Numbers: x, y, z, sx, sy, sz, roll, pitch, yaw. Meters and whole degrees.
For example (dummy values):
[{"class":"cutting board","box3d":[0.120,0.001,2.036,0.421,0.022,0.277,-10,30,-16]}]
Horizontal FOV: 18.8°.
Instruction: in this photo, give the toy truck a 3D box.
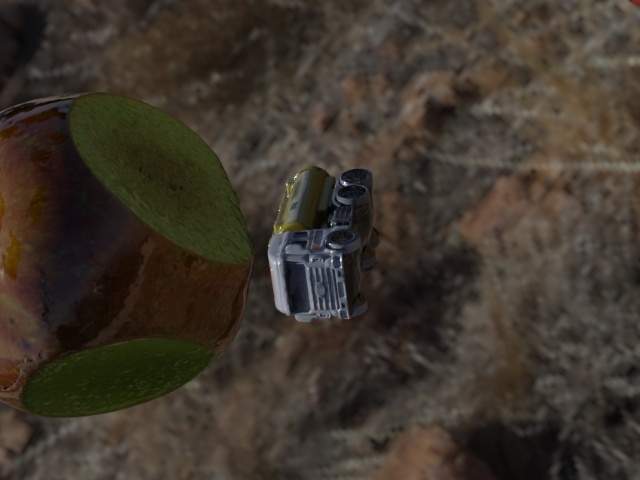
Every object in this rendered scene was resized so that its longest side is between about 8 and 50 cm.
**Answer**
[{"class":"toy truck","box3d":[0.000,0.000,1.160,0.063,0.052,0.123,-2,28,9]}]

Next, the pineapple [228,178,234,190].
[{"class":"pineapple","box3d":[-0.114,-0.033,1.249,0.058,0.124,0.058,-23,58,42]}]

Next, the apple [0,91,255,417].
[{"class":"apple","box3d":[-0.105,0.003,0.917,0.163,0.147,0.146,-48,48,47]}]

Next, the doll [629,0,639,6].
[{"class":"doll","box3d":[0.287,-0.272,1.537,0.363,0.160,0.182,-91,5,-79]}]
